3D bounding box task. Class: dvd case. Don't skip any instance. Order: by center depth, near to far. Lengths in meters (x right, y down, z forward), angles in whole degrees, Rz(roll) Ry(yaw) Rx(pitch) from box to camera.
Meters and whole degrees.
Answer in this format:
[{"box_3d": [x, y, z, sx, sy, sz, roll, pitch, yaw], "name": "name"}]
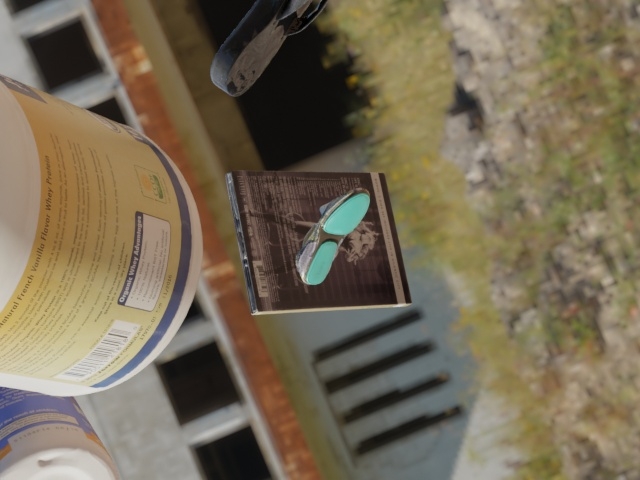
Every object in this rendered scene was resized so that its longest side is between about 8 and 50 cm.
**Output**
[{"box_3d": [0.000, 0.000, 1.787, 0.018, 0.221, 0.165, -28, 68, 51], "name": "dvd case"}]

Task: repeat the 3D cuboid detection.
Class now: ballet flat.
[{"box_3d": [0.007, -0.012, 1.489, 0.041, 0.114, 0.041, 24, -154, -13], "name": "ballet flat"}]

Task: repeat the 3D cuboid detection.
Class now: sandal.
[{"box_3d": [-0.022, -0.259, 1.685, 0.054, 0.254, 0.097, 34, -178, 20], "name": "sandal"}]

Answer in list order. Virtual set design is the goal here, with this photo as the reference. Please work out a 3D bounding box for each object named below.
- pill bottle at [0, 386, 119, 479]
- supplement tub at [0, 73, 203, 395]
[{"box_3d": [-0.334, 0.226, 1.754, 0.272, 0.152, 0.152, 44, 162, 56], "name": "pill bottle"}, {"box_3d": [-0.257, -0.010, 1.148, 0.316, 0.228, 0.228, 21, -137, -61], "name": "supplement tub"}]
